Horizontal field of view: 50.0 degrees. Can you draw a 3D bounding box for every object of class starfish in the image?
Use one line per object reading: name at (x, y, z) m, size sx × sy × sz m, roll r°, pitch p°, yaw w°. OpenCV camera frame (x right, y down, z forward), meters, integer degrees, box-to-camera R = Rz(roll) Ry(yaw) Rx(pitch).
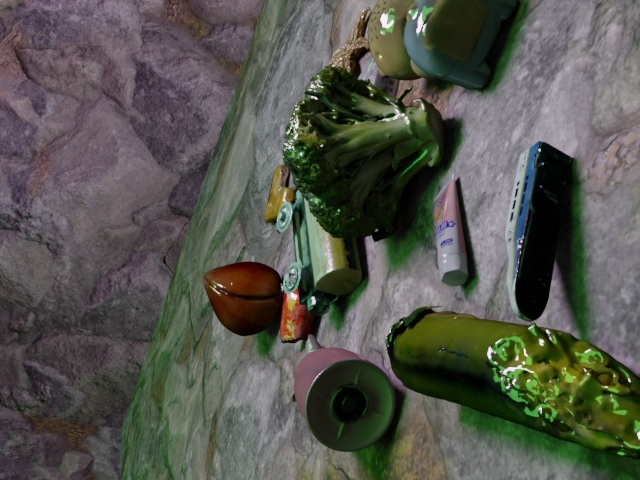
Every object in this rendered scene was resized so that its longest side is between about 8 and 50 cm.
starfish at (0.069, -0.454, 1.677) m, size 0.240 × 0.043 × 0.227 m, roll -66°, pitch 24°, yaw 13°

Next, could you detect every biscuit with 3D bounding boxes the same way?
biscuit at (-0.106, -0.134, 1.910) m, size 0.183 × 0.039 × 0.174 m, roll -1°, pitch 73°, yaw 68°

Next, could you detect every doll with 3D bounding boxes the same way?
doll at (0.180, -0.352, 1.154) m, size 0.261 × 0.162 × 0.177 m, roll 41°, pitch 116°, yaw 65°

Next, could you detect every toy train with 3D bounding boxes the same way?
toy train at (0.252, -0.008, 0.820) m, size 0.051 × 0.052 × 0.233 m, roll -41°, pitch 28°, yaw 62°
toy train at (-0.006, -0.003, 1.404) m, size 0.189 × 0.126 × 0.307 m, roll 125°, pitch 147°, yaw -46°

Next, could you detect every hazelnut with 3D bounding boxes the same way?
hazelnut at (-0.200, 0.135, 1.723) m, size 0.208 × 0.208 × 0.208 m, roll -165°, pitch 90°, yaw -70°

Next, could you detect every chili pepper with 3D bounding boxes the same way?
chili pepper at (-0.042, 0.133, 1.492) m, size 0.086 × 0.084 × 0.192 m, roll 2°, pitch 82°, yaw 52°

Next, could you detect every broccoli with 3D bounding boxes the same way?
broccoli at (0.072, -0.170, 1.203) m, size 0.283 × 0.304 × 0.321 m, roll -15°, pitch 60°, yaw 32°

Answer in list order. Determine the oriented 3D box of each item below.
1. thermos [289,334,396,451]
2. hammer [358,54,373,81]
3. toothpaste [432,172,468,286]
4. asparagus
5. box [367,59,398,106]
thermos at (0.021, 0.262, 1.182) m, size 0.265 × 0.146 × 0.176 m, roll -176°, pitch 76°, yaw -77°
hammer at (0.172, -0.488, 1.439) m, size 0.152 × 0.044 × 0.427 m, roll -101°, pitch 33°, yaw -52°
toothpaste at (0.196, -0.017, 1.049) m, size 0.194 × 0.043 × 0.067 m, roll -87°, pitch 20°, yaw -44°
asparagus at (0.210, 0.148, 0.782) m, size 0.382 × 0.108 × 0.128 m, roll -2°, pitch 106°, yaw 66°
box at (0.121, -0.297, 1.414) m, size 0.039 × 0.055 × 0.218 m, roll 179°, pitch 105°, yaw -70°
